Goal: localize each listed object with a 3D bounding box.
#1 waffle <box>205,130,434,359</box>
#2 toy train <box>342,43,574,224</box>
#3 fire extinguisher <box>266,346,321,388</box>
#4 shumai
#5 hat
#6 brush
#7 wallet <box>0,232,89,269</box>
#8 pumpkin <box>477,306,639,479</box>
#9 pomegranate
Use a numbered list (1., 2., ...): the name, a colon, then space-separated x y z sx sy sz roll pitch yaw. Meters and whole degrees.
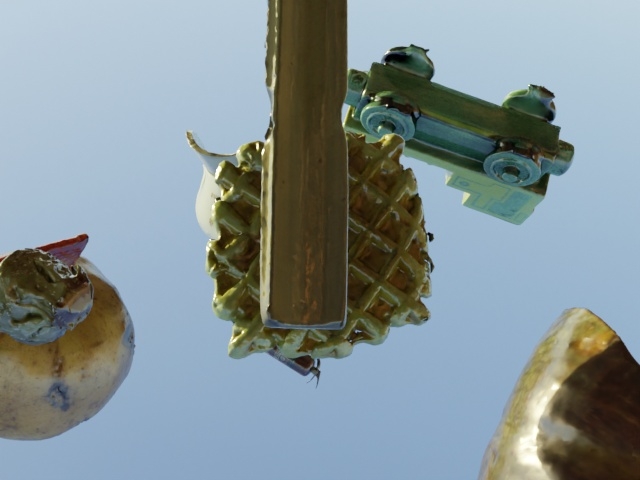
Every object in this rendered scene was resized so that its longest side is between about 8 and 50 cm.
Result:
1. waffle: 0.000 0.000 0.813 0.207 0.054 0.214 -8 -106 -6
2. toy train: 0.194 -0.162 1.413 0.368 0.237 0.150 20 -113 -3
3. fire extinguisher: -0.061 0.216 1.751 0.158 0.064 0.043 30 -171 10
4. shumai: -0.285 0.065 0.984 0.087 0.124 0.099 10 -110 21
5. hat: -0.161 -0.081 1.746 0.257 0.301 0.168 14 -108 24
6. brush: -0.013 -0.084 0.578 0.054 0.048 0.283 4 -105 -17
7. wallet: -0.372 0.040 1.071 0.196 0.103 0.020 -17 -106 -43
8. pumpkin: 0.152 0.199 0.495 0.169 0.148 0.312 -26 -107 -1
9. pomegranate: -0.411 0.145 1.312 0.281 0.281 0.281 15 -148 -10
